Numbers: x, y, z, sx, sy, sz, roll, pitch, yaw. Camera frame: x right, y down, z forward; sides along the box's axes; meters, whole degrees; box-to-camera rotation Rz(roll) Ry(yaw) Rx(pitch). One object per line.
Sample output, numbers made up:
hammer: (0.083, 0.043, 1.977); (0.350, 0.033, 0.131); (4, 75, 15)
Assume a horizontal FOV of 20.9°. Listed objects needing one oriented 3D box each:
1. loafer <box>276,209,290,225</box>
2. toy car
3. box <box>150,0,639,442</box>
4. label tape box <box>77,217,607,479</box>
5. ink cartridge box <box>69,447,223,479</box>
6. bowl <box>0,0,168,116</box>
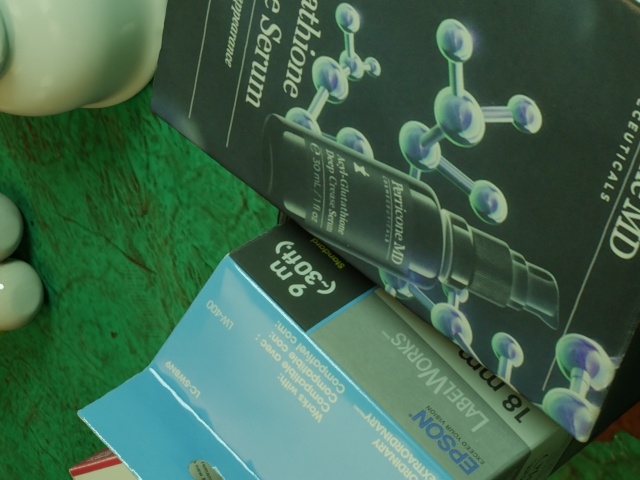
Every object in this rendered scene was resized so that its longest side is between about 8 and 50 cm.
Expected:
loafer: (0.000, 0.000, 1.423); (0.061, 0.062, 0.170); (15, 131, 15)
toy car: (-0.382, 0.028, 1.785); (0.159, 0.136, 0.182); (8, 119, 44)
box: (0.112, -0.127, 1.086); (0.395, 0.212, 0.293); (37, 136, 25)
label tape box: (0.040, 0.097, 1.209); (0.240, 0.333, 0.106); (44, 139, 18)
ink cartridge box: (-0.060, 0.170, 1.445); (0.172, 0.237, 0.100); (-22, 94, 52)
bowl: (-0.282, -0.220, 1.485); (0.298, 0.134, 0.298); (21, 132, 26)
